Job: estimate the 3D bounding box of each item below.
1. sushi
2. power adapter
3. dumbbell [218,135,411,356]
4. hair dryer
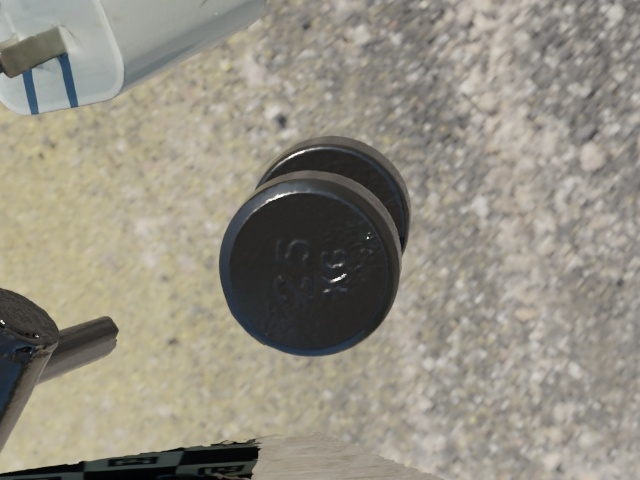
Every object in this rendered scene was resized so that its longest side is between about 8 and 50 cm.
[{"bbox_3d":[-0.094,0.165,0.900,0.290,0.264,0.050,-10,74,15],"label":"sushi"},{"bbox_3d":[-0.198,-0.190,1.360,0.187,0.255,0.124,-6,112,43],"label":"power adapter"},{"bbox_3d":[0.000,0.000,1.381,0.152,0.218,0.152,1,104,6],"label":"dumbbell"},{"bbox_3d":[-0.281,0.128,1.559,0.089,0.251,0.197,37,116,18],"label":"hair dryer"}]
